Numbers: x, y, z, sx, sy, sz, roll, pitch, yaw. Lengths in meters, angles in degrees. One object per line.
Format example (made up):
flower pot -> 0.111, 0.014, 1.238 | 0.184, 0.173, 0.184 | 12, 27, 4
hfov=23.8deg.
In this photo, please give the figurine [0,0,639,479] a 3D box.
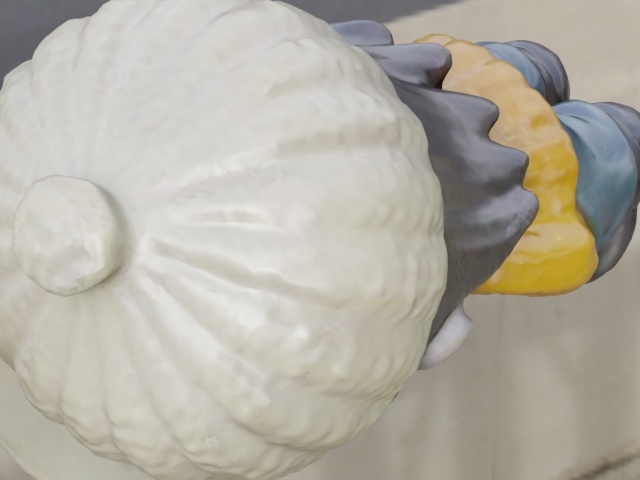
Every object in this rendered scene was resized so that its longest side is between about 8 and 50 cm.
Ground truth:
figurine -> 0.013, -0.025, 0.600 | 0.332, 0.204, 0.185 | -30, 57, -36
